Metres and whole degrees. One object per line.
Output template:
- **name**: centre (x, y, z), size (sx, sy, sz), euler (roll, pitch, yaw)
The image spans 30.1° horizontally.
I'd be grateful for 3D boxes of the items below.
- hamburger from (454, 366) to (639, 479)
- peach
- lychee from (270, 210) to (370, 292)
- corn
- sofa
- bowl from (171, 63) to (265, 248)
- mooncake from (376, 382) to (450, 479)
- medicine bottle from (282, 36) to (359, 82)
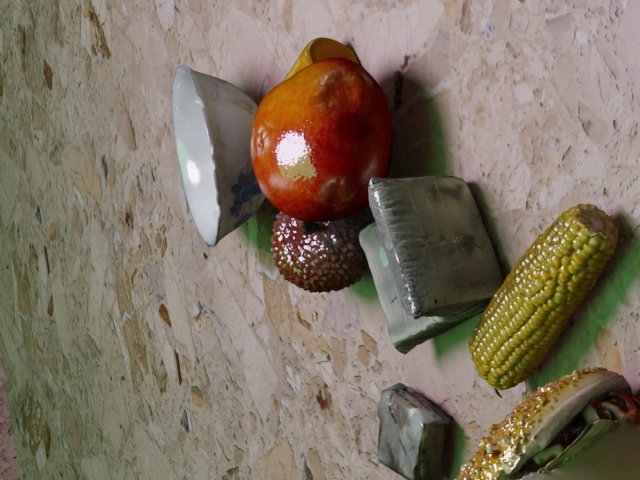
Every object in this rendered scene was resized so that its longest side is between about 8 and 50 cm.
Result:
- **hamburger**: centre (0.270, 0.278, 1.393), size (0.170, 0.302, 0.302), euler (53, 138, 21)
- **peach**: centre (0.010, -0.141, 1.710), size (0.243, 0.199, 0.243), euler (-31, 49, 45)
- **lychee**: centre (0.000, 0.000, 1.832), size (0.165, 0.197, 0.165), euler (-12, 60, 21)
- **corn**: centre (0.271, 0.077, 1.507), size (0.101, 0.101, 0.310), euler (55, 138, 34)
- **sofa**: centre (0.118, 0.037, 1.658), size (0.225, 0.176, 0.210), euler (-34, 68, 53)
- **bowl**: centre (-0.148, -0.151, 2.026), size (0.313, 0.146, 0.313), euler (171, 90, -74)
- **mooncake**: centre (0.137, 0.292, 1.774), size (0.125, 0.073, 0.130), euler (34, 122, 52)
- **medicine bottle**: centre (-0.019, -0.226, 1.883), size (0.192, 0.096, 0.096), euler (-52, 54, 48)
